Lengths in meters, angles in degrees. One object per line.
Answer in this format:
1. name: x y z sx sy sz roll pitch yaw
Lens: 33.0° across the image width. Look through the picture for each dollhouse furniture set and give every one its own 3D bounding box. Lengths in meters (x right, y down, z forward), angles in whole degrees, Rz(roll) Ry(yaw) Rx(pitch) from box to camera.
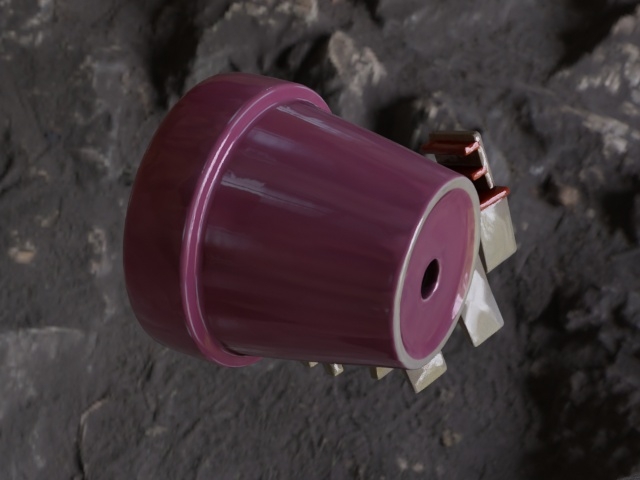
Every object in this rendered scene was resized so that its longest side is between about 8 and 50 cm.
1. dollhouse furniture set: 0.062 0.009 1.051 0.259 0.135 0.262 -33 23 -29

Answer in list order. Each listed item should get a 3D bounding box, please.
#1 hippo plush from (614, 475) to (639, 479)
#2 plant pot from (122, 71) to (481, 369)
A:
1. hippo plush: 0.200 0.243 0.686 0.234 0.236 0.294 7 60 3
2. plant pot: 0.000 0.000 0.723 0.180 0.201 0.201 15 36 27
